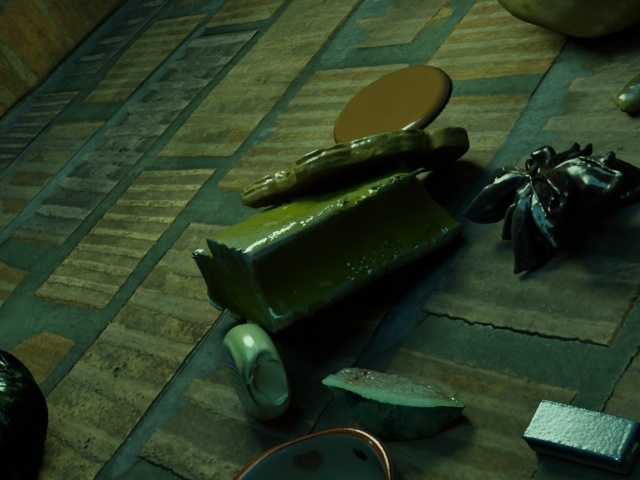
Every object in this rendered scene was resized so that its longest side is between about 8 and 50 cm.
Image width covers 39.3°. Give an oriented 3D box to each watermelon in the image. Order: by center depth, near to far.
[{"bbox_3d":[0.095,0.205,1.135,0.180,0.081,0.094,18,42,33],"label":"watermelon"}]

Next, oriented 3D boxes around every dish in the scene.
[{"bbox_3d":[0.000,0.343,0.993,0.256,0.117,0.256,-24,34,17],"label":"dish"}]

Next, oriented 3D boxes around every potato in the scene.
[{"bbox_3d":[0.483,-0.225,1.354,0.083,0.040,0.051,-37,28,-5],"label":"potato"}]

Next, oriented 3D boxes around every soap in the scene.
[{"bbox_3d":[0.000,0.000,1.393,0.338,0.169,0.304,-26,15,-21],"label":"soap"}]

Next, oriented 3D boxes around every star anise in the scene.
[{"bbox_3d":[0.315,-0.064,1.234,0.212,0.129,0.282,-42,25,-21],"label":"star anise"}]

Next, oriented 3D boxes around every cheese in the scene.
[{"bbox_3d":[-0.103,0.181,1.297,0.064,0.137,0.227,-17,9,-16],"label":"cheese"}]

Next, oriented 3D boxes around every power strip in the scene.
[{"bbox_3d":[0.288,0.214,0.979,0.123,0.032,0.056,6,51,44],"label":"power strip"}]

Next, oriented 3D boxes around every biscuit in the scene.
[{"bbox_3d":[0.054,-0.116,1.425,0.376,0.051,0.269,-15,-10,-10],"label":"biscuit"}]

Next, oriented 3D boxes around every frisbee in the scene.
[{"bbox_3d":[0.133,-0.256,1.722,0.250,0.021,0.251,-24,35,18],"label":"frisbee"}]

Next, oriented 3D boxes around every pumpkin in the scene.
[{"bbox_3d":[-0.592,0.318,1.446,0.315,0.238,0.315,-5,36,3],"label":"pumpkin"}]

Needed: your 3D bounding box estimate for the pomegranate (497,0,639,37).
[{"bbox_3d":[0.419,-0.543,1.489,0.411,0.411,0.411,-23,35,17],"label":"pomegranate"}]
